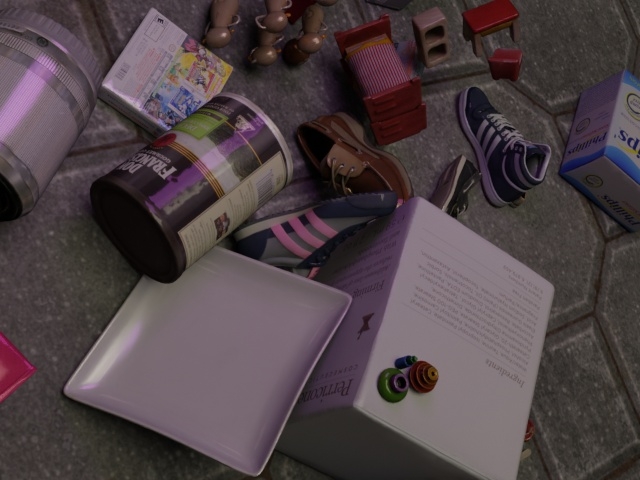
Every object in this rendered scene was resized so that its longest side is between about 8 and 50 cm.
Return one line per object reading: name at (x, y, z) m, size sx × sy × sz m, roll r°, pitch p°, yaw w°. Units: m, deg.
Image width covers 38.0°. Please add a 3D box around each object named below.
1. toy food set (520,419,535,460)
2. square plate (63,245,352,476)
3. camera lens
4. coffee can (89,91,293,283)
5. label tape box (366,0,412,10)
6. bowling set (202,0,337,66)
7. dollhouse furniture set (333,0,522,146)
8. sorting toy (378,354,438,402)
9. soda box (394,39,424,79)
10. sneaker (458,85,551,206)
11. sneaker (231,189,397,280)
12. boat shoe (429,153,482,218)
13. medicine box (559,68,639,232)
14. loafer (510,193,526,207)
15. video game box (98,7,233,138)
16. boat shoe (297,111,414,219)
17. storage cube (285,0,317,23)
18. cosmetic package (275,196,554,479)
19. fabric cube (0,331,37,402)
toy food set at (0.381, 0.345, 1.866) m, size 0.128 × 0.071 × 0.218 m, roll -7°, pitch 77°, yaw -35°
square plate at (-0.171, 0.172, 1.480) m, size 0.344 × 0.049 × 0.347 m, roll 19°, pitch 56°, yaw 16°
camera lens at (-0.479, -0.183, 1.394) m, size 0.219 × 0.219 × 0.274 m, roll 35°, pitch 58°, yaw -19°
coffee can at (-0.209, -0.090, 1.535) m, size 0.275 × 0.201 × 0.201 m, roll -42°, pitch 98°, yaw -31°
label tape box at (0.220, -0.678, 1.967) m, size 0.106 × 0.333 × 0.241 m, roll 7°, pitch 69°, yaw -32°
bowling set at (-0.057, -0.393, 1.765) m, size 0.154 × 0.287 × 0.200 m, roll -87°, pitch 154°, yaw -43°
dollhouse furniture set at (0.235, -0.362, 1.835) m, size 0.374 × 0.152 × 0.201 m, roll -22°, pitch 56°, yaw -1°
sorting toy at (0.134, 0.199, 1.365) m, size 0.102 × 0.042 × 0.061 m, roll -11°, pitch 79°, yaw -34°
soda box at (0.172, -0.337, 1.970) m, size 0.058 × 0.063 × 0.183 m, roll 52°, pitch 46°, yaw -46°
sneaker at (0.407, -0.229, 2.040) m, size 0.099 × 0.153 × 0.282 m, roll -8°, pitch 78°, yaw -36°
sneaker at (0.000, 0.000, 1.607) m, size 0.112 × 0.319 × 0.131 m, roll -8°, pitch 83°, yaw -61°
boat shoe at (0.277, -0.081, 1.945) m, size 0.079 × 0.084 × 0.233 m, roll 42°, pitch 52°, yaw -14°
medicine box at (0.751, -0.216, 2.269) m, size 0.263 × 0.149 × 0.289 m, roll 35°, pitch 56°, yaw -19°
loafer at (0.459, -0.132, 2.111) m, size 0.045 × 0.039 × 0.125 m, roll 29°, pitch 59°, yaw -21°
video game box at (-0.277, -0.288, 1.675) m, size 0.187 × 0.048 × 0.205 m, roll 34°, pitch 58°, yaw -17°
boat shoe at (0.055, -0.128, 1.734) m, size 0.120 × 0.123 × 0.324 m, roll -7°, pitch 37°, yaw -28°
storage cube at (-0.029, -0.592, 1.865) m, size 0.193 × 0.183 × 0.215 m, roll 46°, pitch 54°, yaw -12°
cosmetic package at (0.148, 0.204, 1.601) m, size 0.327 × 0.329 × 0.394 m, roll 32°, pitch 58°, yaw -21°
fabric cube at (-0.569, 0.176, 1.183) m, size 0.258 × 0.259 × 0.254 m, roll 49°, pitch 55°, yaw -7°
